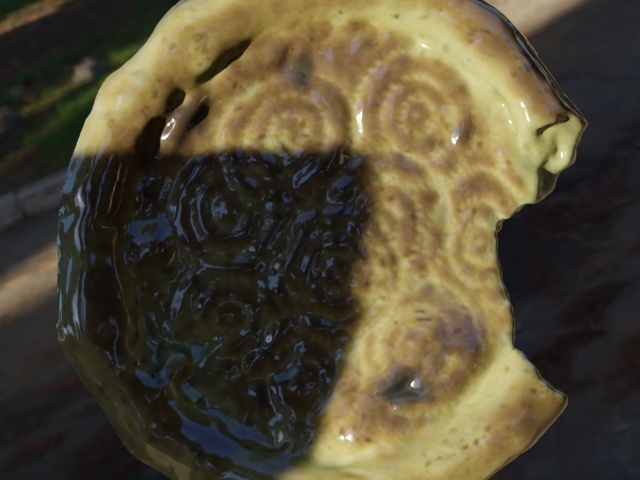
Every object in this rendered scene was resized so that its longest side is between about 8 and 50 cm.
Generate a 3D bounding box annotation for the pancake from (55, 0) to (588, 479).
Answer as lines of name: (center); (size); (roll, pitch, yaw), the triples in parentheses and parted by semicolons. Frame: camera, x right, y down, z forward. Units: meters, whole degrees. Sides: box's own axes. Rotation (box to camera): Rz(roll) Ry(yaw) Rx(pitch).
pancake: (0.000, 0.000, 0.562); (0.211, 0.235, 0.029); (-2, -6, 3)
